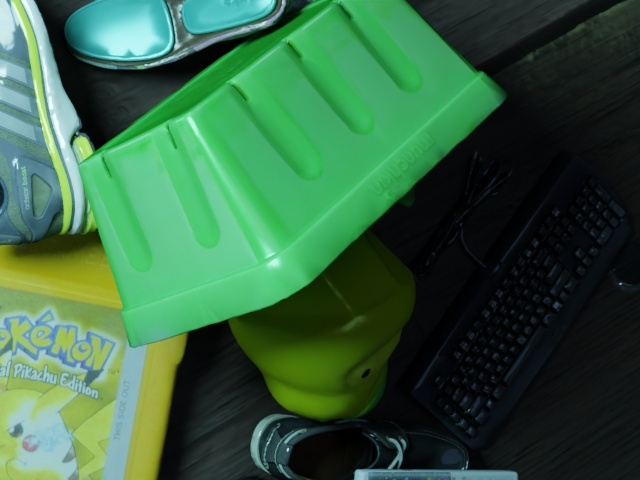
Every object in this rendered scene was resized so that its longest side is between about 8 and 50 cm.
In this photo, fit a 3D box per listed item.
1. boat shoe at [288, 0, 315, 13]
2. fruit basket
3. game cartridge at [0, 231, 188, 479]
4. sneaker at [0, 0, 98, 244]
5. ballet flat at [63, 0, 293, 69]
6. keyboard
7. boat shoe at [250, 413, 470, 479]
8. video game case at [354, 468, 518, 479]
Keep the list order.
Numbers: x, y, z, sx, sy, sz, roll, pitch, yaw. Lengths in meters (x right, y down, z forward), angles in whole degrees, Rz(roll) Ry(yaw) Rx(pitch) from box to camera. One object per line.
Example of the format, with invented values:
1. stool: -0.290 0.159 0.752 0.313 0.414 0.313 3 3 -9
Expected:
1. boat shoe: 0.034 -0.293 1.723 0.083 0.076 0.226 40 73 11
2. fruit basket: 0.000 0.000 1.581 0.392 0.283 0.392 14 68 -39
3. game cartridge: -0.267 0.114 1.605 0.285 0.052 0.324 12 86 -24
4. sneaker: -0.294 -0.131 1.539 0.121 0.111 0.300 -22 85 -27
5. ballet flat: -0.126 -0.202 1.637 0.221 0.079 0.077 -13 83 13
6. keyboard: 0.186 0.039 1.819 0.201 0.033 0.317 41 74 -19
7. boat shoe: 0.051 0.218 1.734 0.233 0.079 0.084 9 85 -25
8. video game case: 0.109 0.319 1.714 0.173 0.022 0.190 4 90 -24
